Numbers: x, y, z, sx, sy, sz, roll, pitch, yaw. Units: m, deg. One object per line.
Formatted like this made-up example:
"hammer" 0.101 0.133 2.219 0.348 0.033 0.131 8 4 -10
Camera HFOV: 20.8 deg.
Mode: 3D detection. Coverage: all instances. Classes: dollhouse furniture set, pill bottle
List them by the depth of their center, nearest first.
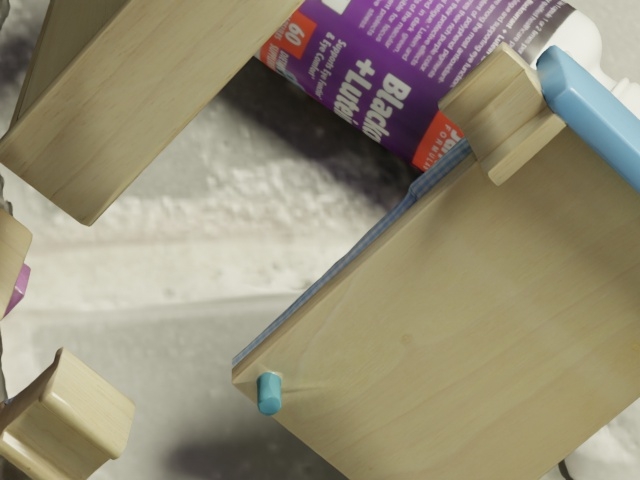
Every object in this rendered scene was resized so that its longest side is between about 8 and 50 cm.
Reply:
"dollhouse furniture set" 0.000 0.000 0.767 0.303 0.286 0.198 39 20 -18
"pill bottle" 0.067 -0.085 0.845 0.193 0.108 0.108 35 55 7
